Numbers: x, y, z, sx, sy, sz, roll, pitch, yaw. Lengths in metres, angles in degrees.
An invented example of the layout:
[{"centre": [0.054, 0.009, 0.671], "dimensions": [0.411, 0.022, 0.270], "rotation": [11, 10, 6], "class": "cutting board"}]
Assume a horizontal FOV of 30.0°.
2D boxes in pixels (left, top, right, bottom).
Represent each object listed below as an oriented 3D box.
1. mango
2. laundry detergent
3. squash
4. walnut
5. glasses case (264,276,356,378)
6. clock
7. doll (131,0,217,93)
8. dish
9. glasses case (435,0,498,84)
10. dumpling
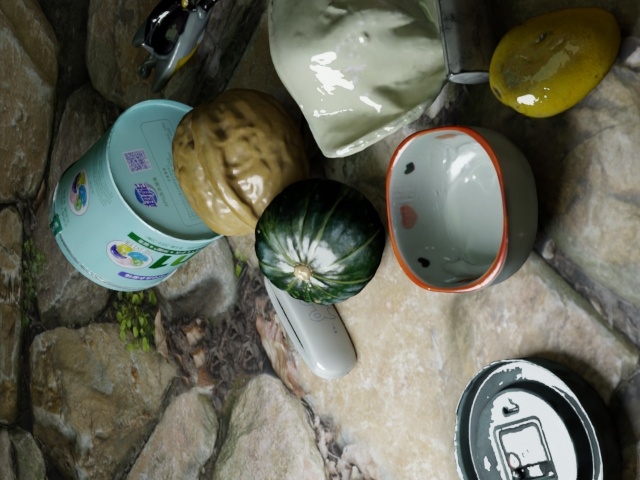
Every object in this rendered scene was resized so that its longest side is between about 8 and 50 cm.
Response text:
[{"centre": [0.308, -0.241, 1.574], "dimensions": [0.195, 0.098, 0.137], "rotation": [-36, 64, 42], "class": "mango"}, {"centre": [-0.335, -0.070, 2.229], "dimensions": [0.305, 0.287, 0.287], "rotation": [-34, 69, 47], "class": "laundry detergent"}, {"centre": [-0.002, 0.001, 1.914], "dimensions": [0.218, 0.218, 0.172], "rotation": [-45, 24, 44], "class": "squash"}, {"centre": [-0.134, -0.128, 2.034], "dimensions": [0.224, 0.257, 0.257], "rotation": [-24, 74, 16], "class": "walnut"}, {"centre": [-0.018, 0.132, 2.030], "dimensions": [0.233, 0.092, 0.059], "rotation": [61, 138, 26], "class": "glasses case"}, {"centre": [0.304, 0.300, 1.692], "dimensions": [0.280, 0.055, 0.281], "rotation": [10, 103, 50], "class": "clock"}, {"centre": [-0.260, -0.426, 2.230], "dimensions": [0.145, 0.103, 0.316], "rotation": [48, 123, 15], "class": "doll"}, {"centre": [0.214, -0.048, 1.699], "dimensions": [0.256, 0.117, 0.256], "rotation": [11, 105, 50], "class": "dish"}, {"centre": [0.194, -0.372, 1.670], "dimensions": [0.060, 0.114, 0.299], "rotation": [-12, 84, 37], "class": "glasses case"}, {"centre": [0.076, -0.336, 1.801], "dimensions": [0.315, 0.233, 0.395], "rotation": [-16, 76, 17], "class": "dumpling"}]
